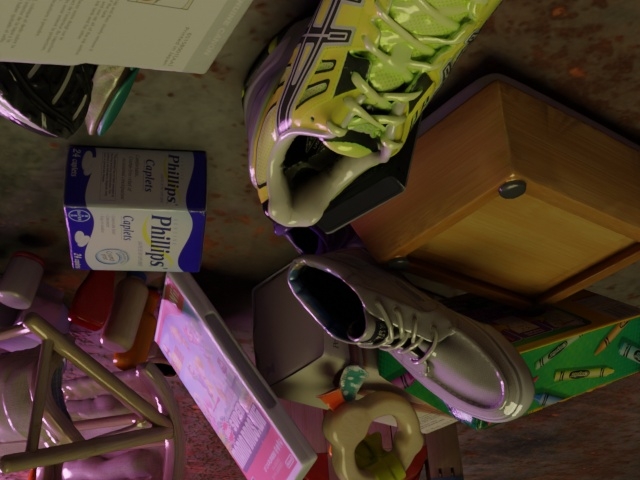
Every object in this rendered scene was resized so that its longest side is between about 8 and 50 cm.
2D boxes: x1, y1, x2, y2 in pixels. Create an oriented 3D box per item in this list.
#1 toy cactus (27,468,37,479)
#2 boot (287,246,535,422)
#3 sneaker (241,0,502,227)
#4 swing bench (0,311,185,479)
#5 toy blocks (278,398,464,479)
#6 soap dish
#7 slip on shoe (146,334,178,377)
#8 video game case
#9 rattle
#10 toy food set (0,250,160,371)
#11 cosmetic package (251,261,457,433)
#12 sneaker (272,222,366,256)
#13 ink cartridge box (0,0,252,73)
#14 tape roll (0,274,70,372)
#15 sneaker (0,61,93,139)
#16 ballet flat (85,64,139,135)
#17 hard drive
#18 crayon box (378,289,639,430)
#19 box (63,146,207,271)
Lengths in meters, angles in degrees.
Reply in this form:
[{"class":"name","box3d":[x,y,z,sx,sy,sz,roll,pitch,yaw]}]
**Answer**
[{"class":"toy cactus","box3d":[-0.512,0.313,1.442,0.219,0.112,0.180,0,140,9]},{"class":"boot","box3d":[0.078,0.096,0.886,0.123,0.258,0.095,-3,122,-54]},{"class":"sneaker","box3d":[0.057,-0.146,0.692,0.145,0.147,0.385,11,145,-21]},{"class":"swing bench","box3d":[-0.329,0.214,1.058,0.253,0.165,0.254,-13,152,32]},{"class":"toy blocks","box3d":[0.056,0.314,1.345,0.381,0.261,0.191,-4,149,-1]},{"class":"soap dish","box3d":[0.200,-0.031,0.929,0.291,0.118,0.229,18,142,-34]},{"class":"slip on shoe","box3d":[-0.213,0.179,1.297,0.051,0.041,0.135,-12,148,12]},{"class":"video game case","box3d":[-0.115,0.188,1.122,0.025,0.285,0.204,-27,159,-28]},{"class":"rattle","box3d":[0.028,0.207,1.099,0.130,0.143,0.199,-44,123,2]},{"class":"toy food set","box3d":[-0.287,0.059,1.057,0.232,0.104,0.111,26,146,-22]},{"class":"cosmetic package","box3d":[0.068,0.137,1.163,0.296,0.153,0.129,19,140,-36]},{"class":"sneaker","box3d":[0.000,0.000,1.000,0.068,0.071,0.170,-27,144,33]},{"class":"ink cartridge box","box3d":[-0.115,-0.227,0.576,0.239,0.060,0.275,-8,147,-47]},{"class":"tape roll","box3d":[-0.431,0.122,1.146,0.219,0.072,0.219,-4,150,-2]},{"class":"sneaker","box3d":[-0.277,-0.171,0.664,0.108,0.100,0.271,-3,147,39]},{"class":"ballet flat","box3d":[-0.173,-0.154,0.754,0.052,0.057,0.168,35,134,-8]},{"class":"hard drive","box3d":[0.046,-0.075,0.823,0.094,0.135,0.022,-30,119,36]},{"class":"crayon box","box3d":[0.225,0.120,1.054,0.278,0.081,0.165,-10,-160,-34]},{"class":"box","box3d":[-0.187,-0.028,0.927,0.137,0.072,0.126,1,149,-10]}]
